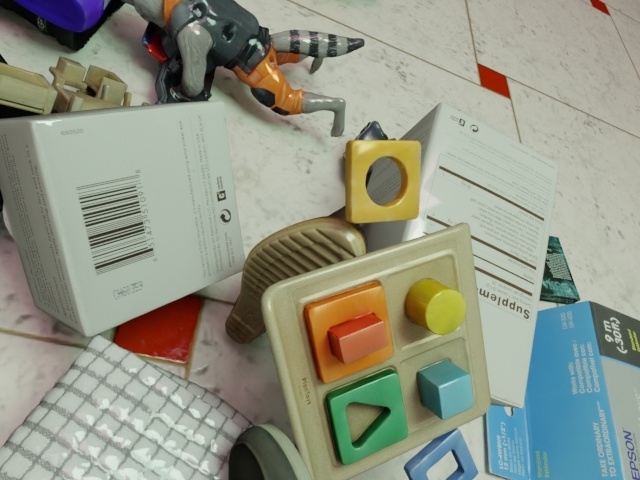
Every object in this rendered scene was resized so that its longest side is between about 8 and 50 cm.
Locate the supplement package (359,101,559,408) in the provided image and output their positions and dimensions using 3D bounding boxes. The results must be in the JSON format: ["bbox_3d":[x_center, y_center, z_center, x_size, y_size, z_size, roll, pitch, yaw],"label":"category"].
[{"bbox_3d":[0.139,0.026,0.580,0.175,0.177,0.292,24,69,-13],"label":"supplement package"}]

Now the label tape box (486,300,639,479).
[{"bbox_3d":[0.402,0.228,0.670,0.348,0.115,0.249,22,53,-15],"label":"label tape box"}]

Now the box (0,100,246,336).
[{"bbox_3d":[-0.184,-0.035,0.463,0.182,0.119,0.180,-24,117,-45],"label":"box"}]

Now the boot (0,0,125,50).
[{"bbox_3d":[-0.385,-0.400,0.674,0.207,0.094,0.246,28,58,-14],"label":"boot"}]

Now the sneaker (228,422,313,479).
[{"bbox_3d":[-0.057,0.233,0.301,0.118,0.083,0.222,6,55,-31],"label":"sneaker"}]

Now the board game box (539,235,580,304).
[{"bbox_3d":[0.345,0.039,0.814,0.186,0.026,0.126,10,57,-22],"label":"board game box"}]

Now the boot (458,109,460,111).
[{"bbox_3d":[0.271,-0.200,0.920,0.087,0.042,0.118,-5,70,-38],"label":"boot"}]

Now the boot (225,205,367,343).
[{"bbox_3d":[0.000,0.000,0.522,0.090,0.248,0.207,44,49,-4],"label":"boot"}]

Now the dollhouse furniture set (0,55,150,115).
[{"bbox_3d":[-0.300,-0.141,0.537,0.161,0.101,0.182,41,21,31],"label":"dollhouse furniture set"}]

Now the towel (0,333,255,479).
[{"bbox_3d":[-0.133,0.248,0.383,0.284,0.121,0.235,35,45,-8],"label":"towel"}]

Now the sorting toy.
[{"bbox_3d":[0.063,0.094,0.380,0.196,0.047,0.347,-18,106,-22],"label":"sorting toy"}]

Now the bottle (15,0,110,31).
[{"bbox_3d":[-0.288,-0.404,0.613,0.118,0.092,0.282,26,65,-21],"label":"bottle"}]

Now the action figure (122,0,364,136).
[{"bbox_3d":[-0.118,-0.323,0.717,0.330,0.178,0.341,13,58,-31],"label":"action figure"}]

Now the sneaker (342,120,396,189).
[{"bbox_3d":[0.140,-0.125,0.774,0.226,0.086,0.163,-24,76,-35],"label":"sneaker"}]

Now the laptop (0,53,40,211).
[{"bbox_3d":[-0.516,-0.109,0.412,0.408,0.236,0.382,-36,98,-10],"label":"laptop"}]
